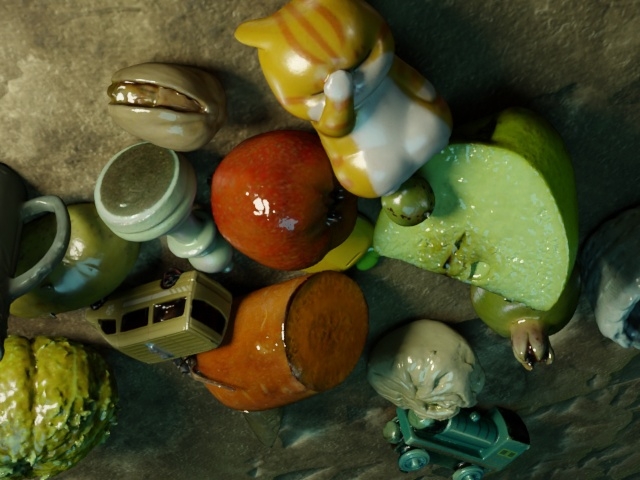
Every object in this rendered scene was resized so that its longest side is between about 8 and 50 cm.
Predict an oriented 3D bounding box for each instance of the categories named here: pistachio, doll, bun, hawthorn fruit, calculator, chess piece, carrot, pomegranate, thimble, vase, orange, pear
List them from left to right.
[{"bbox_3d":[-0.452,0.029,1.011,0.251,0.300,0.156,-10,139,-9],"label":"vase"},{"bbox_3d":[-0.497,0.299,1.327,0.300,0.223,0.301,-2,145,-21],"label":"orange"},{"bbox_3d":[-0.189,-0.169,0.962,0.149,0.113,0.113,17,135,-3],"label":"pistachio"},{"bbox_3d":[-0.193,-0.019,1.120,0.139,0.139,0.271,-19,148,14],"label":"chess piece"},{"bbox_3d":[-0.098,0.183,1.272,0.331,0.214,0.193,-16,125,31],"label":"carrot"},{"bbox_3d":[-0.068,-0.062,1.055,0.226,0.196,0.196,11,145,27],"label":"hawthorn fruit"},{"bbox_3d":[0.000,0.000,1.215,0.235,0.032,0.146,20,132,-28],"label":"calculator"},{"bbox_3d":[0.043,-0.176,0.923,0.167,0.162,0.269,-42,128,-3],"label":"doll"},{"bbox_3d":[0.110,-0.056,0.997,0.073,0.084,0.073,-6,118,-12],"label":"pomegranate"},{"bbox_3d":[0.200,0.254,1.442,0.229,0.145,0.229,-6,140,-5],"label":"bun"},{"bbox_3d":[0.230,-0.065,1.070,0.292,0.159,0.292,12,126,17],"label":"pear"},{"bbox_3d":[0.328,0.088,1.229,0.179,0.210,0.179,2,114,5],"label":"pomegranate"},{"bbox_3d":[0.546,0.056,1.241,0.205,0.172,0.250,26,131,-28],"label":"thimble"}]

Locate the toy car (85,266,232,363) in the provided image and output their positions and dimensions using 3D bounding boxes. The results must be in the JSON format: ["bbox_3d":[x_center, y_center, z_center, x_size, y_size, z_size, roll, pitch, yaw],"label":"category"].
[{"bbox_3d":[-0.266,0.129,1.225,0.257,0.124,0.101,-17,142,30],"label":"toy car"}]

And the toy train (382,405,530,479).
[{"bbox_3d":[0.284,0.418,1.657,0.298,0.120,0.194,23,123,-28],"label":"toy train"}]

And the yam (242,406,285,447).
[{"bbox_3d":[-0.116,0.298,1.478,0.106,0.106,0.259,-14,137,8],"label":"yam"}]

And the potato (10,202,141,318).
[{"bbox_3d":[-0.392,0.054,1.171,0.272,0.111,0.160,-24,133,18],"label":"potato"}]
